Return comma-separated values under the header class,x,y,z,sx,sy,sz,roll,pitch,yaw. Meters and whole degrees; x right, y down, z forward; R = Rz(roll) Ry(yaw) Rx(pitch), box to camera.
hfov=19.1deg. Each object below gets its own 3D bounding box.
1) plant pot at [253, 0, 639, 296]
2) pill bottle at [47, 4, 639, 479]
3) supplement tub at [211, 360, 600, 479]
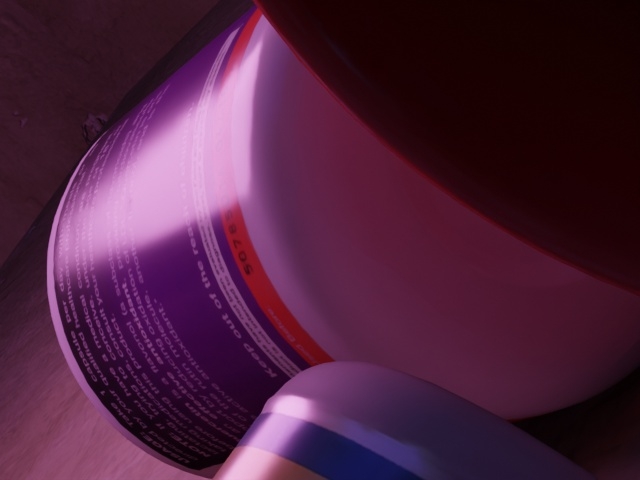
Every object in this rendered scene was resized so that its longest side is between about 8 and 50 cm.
class,x,y,z,sx,sy,sz,roll,pitch,yaw
plant pot,0.134,-0.150,0.403,0.275,0.275,0.243,-38,5,46
pill bottle,0.000,0.000,0.768,0.181,0.181,0.323,-56,13,-25
supplement tub,-0.001,0.143,0.428,0.199,0.144,0.144,-54,12,-14
